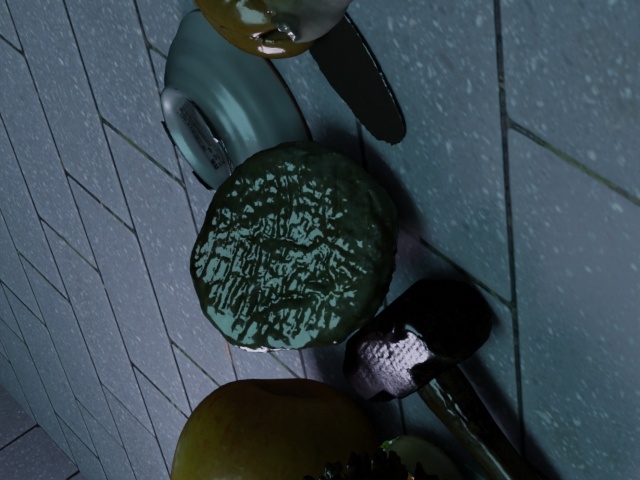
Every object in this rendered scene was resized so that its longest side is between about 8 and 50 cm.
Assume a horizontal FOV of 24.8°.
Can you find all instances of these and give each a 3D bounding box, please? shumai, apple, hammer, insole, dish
[{"bbox_3d":[0.000,0.000,1.607,0.271,0.203,0.222,-18,89,36],"label":"shumai"},{"bbox_3d":[-0.050,0.309,1.903,0.299,0.299,0.275,26,120,50],"label":"apple"},{"bbox_3d":[0.186,0.232,1.573,0.409,0.095,0.242,53,157,1],"label":"hammer"},{"bbox_3d":[-0.013,-0.232,1.446,0.328,0.007,0.111,55,156,3],"label":"insole"},{"bbox_3d":[-0.117,-0.132,1.690,0.260,0.085,0.260,44,155,27],"label":"dish"}]

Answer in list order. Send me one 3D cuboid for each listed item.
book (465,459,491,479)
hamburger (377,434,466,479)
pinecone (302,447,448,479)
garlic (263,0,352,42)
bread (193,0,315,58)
[{"bbox_3d":[0.223,0.332,1.722,0.103,0.017,0.135,28,144,53],"label":"book"},{"bbox_3d":[0.123,0.297,1.798,0.126,0.081,0.141,54,146,-6],"label":"hamburger"},{"bbox_3d":[0.088,0.361,1.644,0.272,0.224,0.224,52,158,-5],"label":"pinecone"},{"bbox_3d":[-0.039,-0.318,1.182,0.281,0.184,0.203,45,-169,-27],"label":"garlic"},{"bbox_3d":[-0.080,-0.241,1.465,0.189,0.077,0.114,40,148,40],"label":"bread"}]
